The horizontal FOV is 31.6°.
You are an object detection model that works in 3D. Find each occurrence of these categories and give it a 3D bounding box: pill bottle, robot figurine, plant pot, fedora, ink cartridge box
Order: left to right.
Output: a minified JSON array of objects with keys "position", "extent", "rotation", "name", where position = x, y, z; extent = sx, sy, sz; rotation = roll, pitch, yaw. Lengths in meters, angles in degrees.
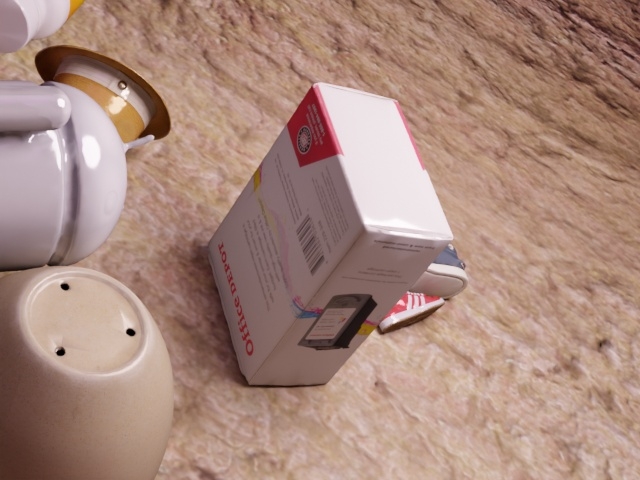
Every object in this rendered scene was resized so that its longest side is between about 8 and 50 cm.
[{"position":[-0.352,-0.066,1.165],"extent":[0.353,0.300,0.199],"rotation":[-3,68,-32],"name":"robot figurine"},{"position":[-0.393,-0.361,1.561],"extent":[0.136,0.136,0.245],"rotation":[30,41,-6],"name":"pill bottle"},{"position":[-0.263,0.136,1.139],"extent":[0.284,0.191,0.284],"rotation":[19,44,-19],"name":"plant pot"},{"position":[-0.287,-0.166,1.442],"extent":[0.194,0.194,0.079],"rotation":[27,66,-10],"name":"fedora"},{"position":[0.000,0.000,1.355],"extent":[0.131,0.306,0.226],"rotation":[5,50,-31],"name":"ink cartridge box"}]

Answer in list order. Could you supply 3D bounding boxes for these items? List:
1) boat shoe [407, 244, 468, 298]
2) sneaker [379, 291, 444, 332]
[{"position":[0.096,0.016,1.566],"extent":[0.254,0.095,0.079],"rotation":[11,48,-27],"name":"boat shoe"},{"position":[0.115,0.081,1.557],"extent":[0.118,0.042,0.067],"rotation":[-15,65,-39],"name":"sneaker"}]
